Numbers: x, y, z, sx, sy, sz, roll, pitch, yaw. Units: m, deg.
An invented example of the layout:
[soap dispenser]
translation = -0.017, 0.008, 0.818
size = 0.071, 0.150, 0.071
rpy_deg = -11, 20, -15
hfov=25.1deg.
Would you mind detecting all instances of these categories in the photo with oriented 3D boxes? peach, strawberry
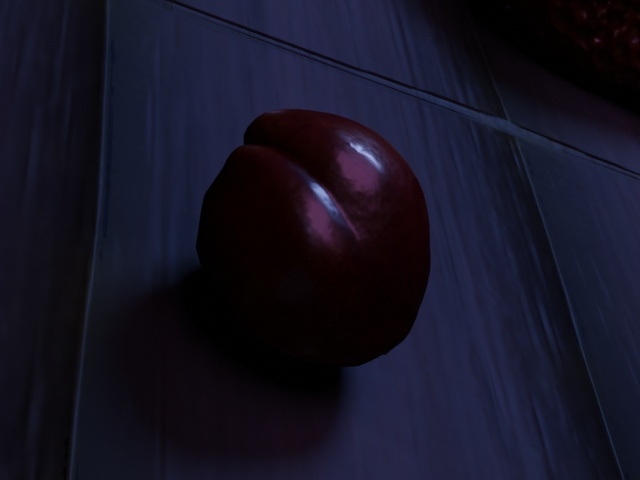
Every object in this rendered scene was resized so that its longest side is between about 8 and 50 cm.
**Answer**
[peach]
translation = 0.002, 0.000, 0.581
size = 0.101, 0.100, 0.100
rpy_deg = 21, 34, -15
[strawberry]
translation = 0.178, -0.167, 0.947
size = 0.236, 0.107, 0.175
rpy_deg = 49, 0, 24
